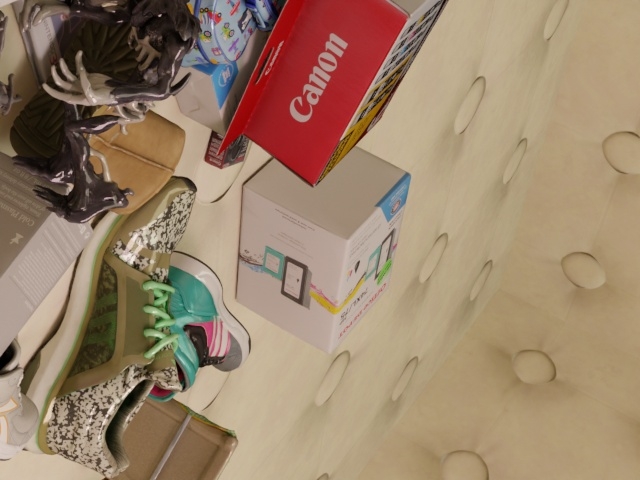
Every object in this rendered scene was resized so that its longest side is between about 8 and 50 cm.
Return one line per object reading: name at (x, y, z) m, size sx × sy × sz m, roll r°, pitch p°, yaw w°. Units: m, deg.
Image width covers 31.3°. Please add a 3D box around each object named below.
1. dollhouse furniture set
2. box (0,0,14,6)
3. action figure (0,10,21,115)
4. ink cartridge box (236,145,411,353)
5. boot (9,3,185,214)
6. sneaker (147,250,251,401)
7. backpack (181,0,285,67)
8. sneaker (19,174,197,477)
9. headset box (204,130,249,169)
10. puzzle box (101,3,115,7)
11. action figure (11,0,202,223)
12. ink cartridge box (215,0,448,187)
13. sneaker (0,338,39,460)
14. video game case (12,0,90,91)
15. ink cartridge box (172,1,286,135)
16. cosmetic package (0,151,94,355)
dollhouse furniture set at (-0.255, 0.386, 1.717) m, size 0.301 × 0.197 × 0.151 m, roll -59°, pitch 159°, yaw -9°
box at (-0.273, -0.267, 0.952) m, size 0.087 × 0.101 × 0.102 m, roll -40°, pitch 150°, yaw -47°
action figure at (-0.342, -0.122, 0.979) m, size 0.285 × 0.099 × 0.185 m, roll -18°, pitch 120°, yaw -70°
ink cartridge box at (0.000, 0.000, 1.860) m, size 0.198 × 0.197 × 0.270 m, roll -46°, pitch 155°, yaw -39°
boot at (-0.204, -0.144, 1.255) m, size 0.236 × 0.089 × 0.269 m, roll -41°, pitch 166°, yaw 3°
sneaker at (-0.198, 0.163, 1.675) m, size 0.178 × 0.124 × 0.295 m, roll -59°, pitch 153°, yaw -24°
backpack at (-0.109, -0.279, 1.293) m, size 0.158 × 0.117 × 0.173 m, roll 66°, pitch 41°, yaw -67°
sneaker at (-0.229, 0.119, 1.453) m, size 0.410 × 0.182 × 0.158 m, roll -64°, pitch 161°, yaw 4°
headset box at (-0.127, -0.140, 1.601) m, size 0.062 × 0.032 × 0.083 m, roll -27°, pitch 139°, yaw -59°
puzzle box at (-0.074, -0.401, 1.079) m, size 0.409 × 0.052 × 0.272 m, roll -36°, pitch 160°, yaw -24°
action figure at (-0.193, -0.155, 1.017) m, size 0.141 × 0.164 × 0.276 m, roll 14°, pitch 116°, yaw -31°
ink cartridge box at (0.028, -0.229, 1.429) m, size 0.272 × 0.130 × 0.309 m, roll -48°, pitch 172°, yaw -43°
sneaker at (-0.360, 0.163, 1.261) m, size 0.121 × 0.099 × 0.262 m, roll -42°, pitch 160°, yaw -2°
video game case at (-0.233, -0.250, 1.197) m, size 0.201 × 0.023 × 0.183 m, roll -52°, pitch 158°, yaw -29°
ink cartridge box at (-0.093, -0.264, 1.451) m, size 0.231 × 0.078 × 0.134 m, roll -55°, pitch 160°, yaw -22°
cosmetic package at (-0.349, 0.037, 1.126) m, size 0.238 × 0.127 × 0.107 m, roll -57°, pitch 160°, yaw -23°
